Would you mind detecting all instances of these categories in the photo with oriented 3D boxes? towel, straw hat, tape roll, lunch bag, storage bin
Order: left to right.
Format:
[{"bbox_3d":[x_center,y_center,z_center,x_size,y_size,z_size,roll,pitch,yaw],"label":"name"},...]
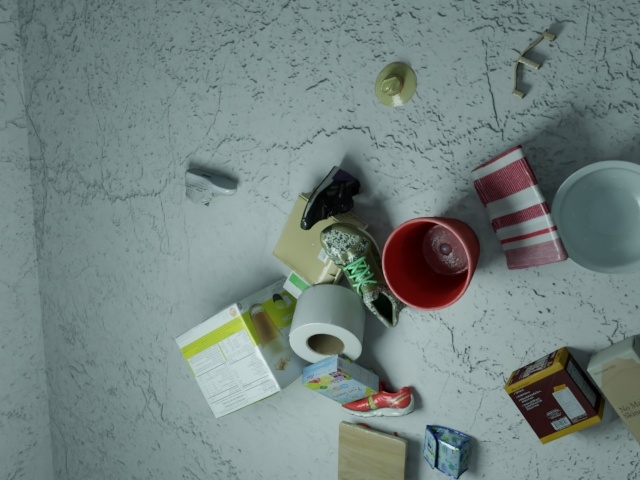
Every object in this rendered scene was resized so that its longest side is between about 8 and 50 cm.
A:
[{"bbox_3d":[0.000,0.000,1.973,0.260,0.123,0.262,36,116,18],"label":"storage bin"},{"bbox_3d":[0.028,0.289,1.933,0.246,0.169,0.246,7,136,7],"label":"tape roll"},{"bbox_3d":[0.221,-0.483,1.770,0.144,0.061,0.144,7,104,29],"label":"straw hat"},{"bbox_3d":[0.415,0.704,1.915,0.151,0.096,0.129,16,112,41],"label":"lunch bag"},{"bbox_3d":[0.549,-0.081,1.601,0.329,0.037,0.237,68,160,3],"label":"towel"}]

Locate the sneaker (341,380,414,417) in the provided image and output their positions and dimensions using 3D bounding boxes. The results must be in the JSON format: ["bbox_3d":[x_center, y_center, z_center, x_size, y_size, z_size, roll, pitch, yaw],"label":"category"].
[{"bbox_3d":[0.202,0.559,2.015,0.279,0.107,0.118,-11,77,29],"label":"sneaker"}]

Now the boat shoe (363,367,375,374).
[{"bbox_3d":[0.124,0.490,2.055,0.152,0.049,0.056,-18,92,32],"label":"boat shoe"}]

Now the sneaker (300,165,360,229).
[{"bbox_3d":[0.041,-0.126,1.835,0.124,0.283,0.107,29,144,7],"label":"sneaker"}]

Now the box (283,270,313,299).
[{"bbox_3d":[-0.059,0.152,2.053,0.101,0.102,0.087,38,119,16],"label":"box"}]

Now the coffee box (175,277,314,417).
[{"bbox_3d":[-0.245,0.388,2.076,0.338,0.337,0.334,-31,86,31],"label":"coffee box"}]

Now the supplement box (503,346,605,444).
[{"bbox_3d":[0.686,0.454,1.674,0.191,0.129,0.194,-39,81,31],"label":"supplement box"}]

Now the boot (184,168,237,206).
[{"bbox_3d":[-0.424,-0.186,2.204,0.258,0.095,0.123,24,118,33],"label":"boot"}]

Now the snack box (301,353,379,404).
[{"bbox_3d":[0.070,0.480,1.953,0.207,0.070,0.174,33,134,-30],"label":"snack box"}]

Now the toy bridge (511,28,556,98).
[{"bbox_3d":[0.580,-0.494,1.580,0.063,0.026,0.188,32,115,21],"label":"toy bridge"}]

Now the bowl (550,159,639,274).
[{"bbox_3d":[0.772,-0.067,1.503,0.298,0.134,0.298,7,105,29],"label":"bowl"}]

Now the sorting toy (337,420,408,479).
[{"bbox_3d":[0.197,0.787,2.057,0.257,0.089,0.255,8,105,29],"label":"sorting toy"}]

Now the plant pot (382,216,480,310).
[{"bbox_3d":[0.351,0.046,1.708,0.275,0.243,0.275,7,105,28],"label":"plant pot"}]

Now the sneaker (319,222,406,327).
[{"bbox_3d":[0.149,0.116,1.805,0.158,0.182,0.410,-36,109,15],"label":"sneaker"}]

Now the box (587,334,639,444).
[{"bbox_3d":[0.888,0.434,1.558,0.148,0.121,0.311,-40,81,31],"label":"box"}]
